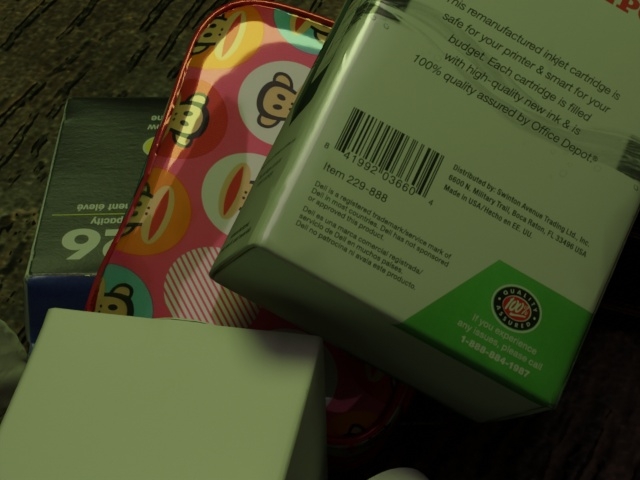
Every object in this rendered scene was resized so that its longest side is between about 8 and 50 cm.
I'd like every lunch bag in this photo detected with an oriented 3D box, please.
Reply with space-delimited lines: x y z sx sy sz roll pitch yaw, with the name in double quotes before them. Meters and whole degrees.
"lunch bag" 0.000 0.000 1.289 0.258 0.120 0.293 20 72 7

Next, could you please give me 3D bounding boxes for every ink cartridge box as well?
"ink cartridge box" -0.060 0.003 1.414 0.304 0.072 0.307 1 39 1
"ink cartridge box" 0.093 -0.062 1.193 0.211 0.121 0.289 29 72 -9

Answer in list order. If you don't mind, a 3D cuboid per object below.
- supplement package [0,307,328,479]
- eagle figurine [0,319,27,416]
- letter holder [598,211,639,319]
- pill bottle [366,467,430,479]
"supplement package" -0.105 0.204 1.100 0.177 0.175 0.293 6 42 10
"eagle figurine" -0.343 0.111 1.193 0.225 0.226 0.298 -32 18 19
"letter holder" 0.200 -0.106 1.429 0.214 0.152 0.302 13 40 -8
"pill bottle" 0.085 0.223 1.123 0.112 0.112 0.187 -24 46 -24
